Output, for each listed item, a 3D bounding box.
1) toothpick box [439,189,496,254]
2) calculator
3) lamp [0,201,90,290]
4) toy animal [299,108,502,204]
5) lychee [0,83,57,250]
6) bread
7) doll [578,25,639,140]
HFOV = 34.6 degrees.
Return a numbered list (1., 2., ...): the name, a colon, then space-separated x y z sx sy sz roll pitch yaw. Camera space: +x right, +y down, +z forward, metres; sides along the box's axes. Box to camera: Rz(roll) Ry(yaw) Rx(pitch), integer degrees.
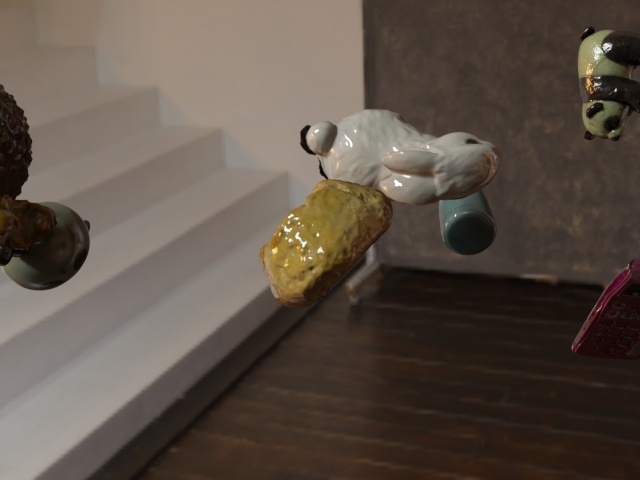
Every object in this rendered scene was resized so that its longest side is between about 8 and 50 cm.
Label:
1. toothpick box: 0.325 -0.061 2.307 0.120 0.120 0.184 -2 33 1
2. calculator: 0.437 0.096 1.428 0.126 0.191 0.034 6 43 -20
3. lamp: -0.583 0.003 2.121 0.197 0.198 0.244 1 -15 8
4. toy animal: 0.157 -0.148 1.929 0.257 0.194 0.357 2 5 -38
5. lychee: -0.522 -0.123 1.402 0.269 0.320 0.270 -14 -7 -2
6. bread: 0.000 0.000 1.596 0.134 0.244 0.244 45 25 0
7. doll: 0.591 -0.316 2.082 0.135 0.234 0.143 -1 0 4
